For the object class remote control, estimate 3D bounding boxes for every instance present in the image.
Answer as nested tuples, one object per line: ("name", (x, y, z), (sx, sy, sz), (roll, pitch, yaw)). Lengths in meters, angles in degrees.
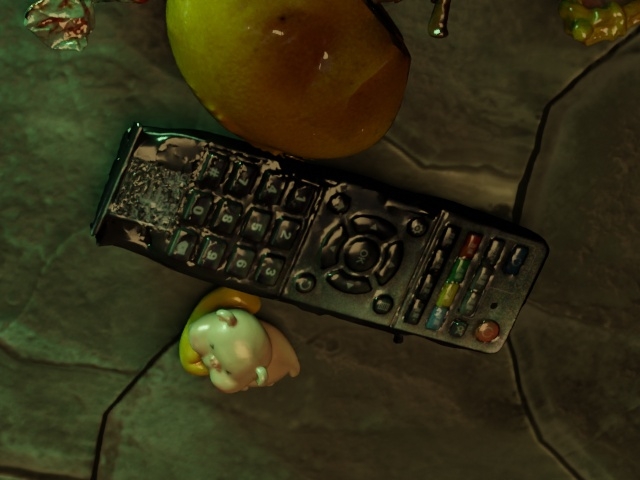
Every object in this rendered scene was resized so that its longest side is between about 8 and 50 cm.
("remote control", (0.000, 0.000, 1.659), (0.399, 0.062, 0.144), (17, 110, -23))

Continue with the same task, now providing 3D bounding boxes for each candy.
("candy", (-0.130, -0.266, 1.503), (0.086, 0.059, 0.292), (28, 106, -26))

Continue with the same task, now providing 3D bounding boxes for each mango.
("mango", (-0.027, -0.157, 1.541), (0.166, 0.136, 0.236), (-33, 122, 14))

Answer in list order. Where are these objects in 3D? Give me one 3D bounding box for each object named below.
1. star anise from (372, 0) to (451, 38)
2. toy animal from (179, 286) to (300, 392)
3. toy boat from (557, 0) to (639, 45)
("star anise", (0.065, -0.295, 1.484), (0.126, 0.190, 0.220), (-24, 124, 26))
("toy animal", (-0.074, 0.102, 1.676), (0.091, 0.082, 0.114), (-33, 119, 3))
("toy boat", (0.293, -0.299, 1.569), (0.141, 0.099, 0.318), (30, 98, 5))
